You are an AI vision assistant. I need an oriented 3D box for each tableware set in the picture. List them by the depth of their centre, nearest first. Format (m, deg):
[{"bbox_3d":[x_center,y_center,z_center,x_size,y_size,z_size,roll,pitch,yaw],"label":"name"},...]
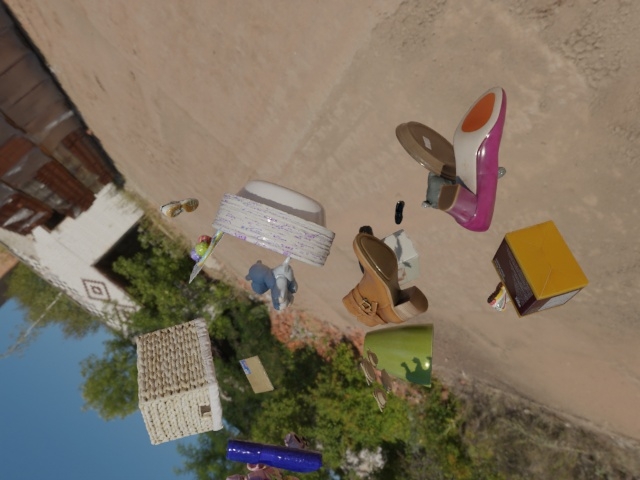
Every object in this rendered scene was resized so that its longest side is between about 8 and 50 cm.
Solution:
[{"bbox_3d":[0.154,0.374,1.160,0.140,0.020,0.169,63,-162,1],"label":"tableware set"}]

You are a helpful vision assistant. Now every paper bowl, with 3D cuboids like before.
[{"bbox_3d":[-0.102,-0.048,1.012,0.285,0.147,0.284,20,179,0],"label":"paper bowl"}]

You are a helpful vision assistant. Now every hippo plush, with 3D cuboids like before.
[{"bbox_3d":[-0.261,0.210,2.116,0.237,0.234,0.293,7,130,15],"label":"hippo plush"}]

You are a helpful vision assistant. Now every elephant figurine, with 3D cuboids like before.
[{"bbox_3d":[0.502,-0.185,1.470,0.240,0.185,0.169,2,171,33],"label":"elephant figurine"}]

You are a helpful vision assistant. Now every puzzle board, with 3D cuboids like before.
[{"bbox_3d":[-0.218,0.458,1.440,0.097,0.011,0.128,-26,90,37],"label":"puzzle board"}]

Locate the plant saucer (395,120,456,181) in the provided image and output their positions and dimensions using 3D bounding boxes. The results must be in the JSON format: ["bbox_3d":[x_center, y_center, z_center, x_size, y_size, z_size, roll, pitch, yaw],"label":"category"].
[{"bbox_3d":[0.372,-0.306,1.402,0.278,0.278,0.041,38,127,1],"label":"plant saucer"}]

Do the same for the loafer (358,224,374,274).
[{"bbox_3d":[0.187,0.045,1.652,0.076,0.223,0.078,-7,146,11],"label":"loafer"}]

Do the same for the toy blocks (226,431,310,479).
[{"bbox_3d":[-0.177,0.872,1.521,0.260,0.309,0.289,49,173,-36],"label":"toy blocks"}]

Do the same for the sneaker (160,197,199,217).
[{"bbox_3d":[-0.290,-0.074,0.868,0.037,0.083,0.031,25,119,26],"label":"sneaker"}]

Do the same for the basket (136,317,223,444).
[{"bbox_3d":[-0.536,0.533,1.611,0.331,0.267,0.328,-118,26,-45],"label":"basket"}]

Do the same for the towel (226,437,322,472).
[{"bbox_3d":[-0.158,0.716,1.394,0.309,0.076,0.227,10,154,-4],"label":"towel"}]

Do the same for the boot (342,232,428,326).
[{"bbox_3d":[0.136,0.122,1.170,0.283,0.109,0.220,45,139,-13],"label":"boot"}]

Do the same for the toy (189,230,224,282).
[{"bbox_3d":[-0.370,0.011,1.367,0.056,0.237,0.137,37,-169,-19],"label":"toy"}]

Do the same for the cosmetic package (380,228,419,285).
[{"bbox_3d":[0.369,0.089,1.961,0.153,0.129,0.296,64,-179,28],"label":"cosmetic package"}]

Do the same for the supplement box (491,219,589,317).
[{"bbox_3d":[0.589,0.084,1.159,0.194,0.129,0.191,70,-177,-62],"label":"supplement box"}]

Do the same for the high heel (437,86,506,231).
[{"bbox_3d":[0.446,-0.215,1.150,0.182,0.376,0.127,23,-179,-32],"label":"high heel"}]

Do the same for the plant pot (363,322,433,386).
[{"bbox_3d":[0.346,0.491,1.873,0.294,0.274,0.274,2,151,16],"label":"plant pot"}]

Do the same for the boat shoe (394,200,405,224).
[{"bbox_3d":[0.419,-0.149,2.258,0.049,0.132,0.042,17,-165,31],"label":"boat shoe"}]

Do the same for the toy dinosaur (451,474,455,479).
[{"bbox_3d":[0.270,0.784,1.240,0.121,0.313,0.160,35,174,37],"label":"toy dinosaur"}]

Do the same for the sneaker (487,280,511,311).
[{"bbox_3d":[0.908,0.256,2.064,0.093,0.225,0.088,45,159,2],"label":"sneaker"}]
